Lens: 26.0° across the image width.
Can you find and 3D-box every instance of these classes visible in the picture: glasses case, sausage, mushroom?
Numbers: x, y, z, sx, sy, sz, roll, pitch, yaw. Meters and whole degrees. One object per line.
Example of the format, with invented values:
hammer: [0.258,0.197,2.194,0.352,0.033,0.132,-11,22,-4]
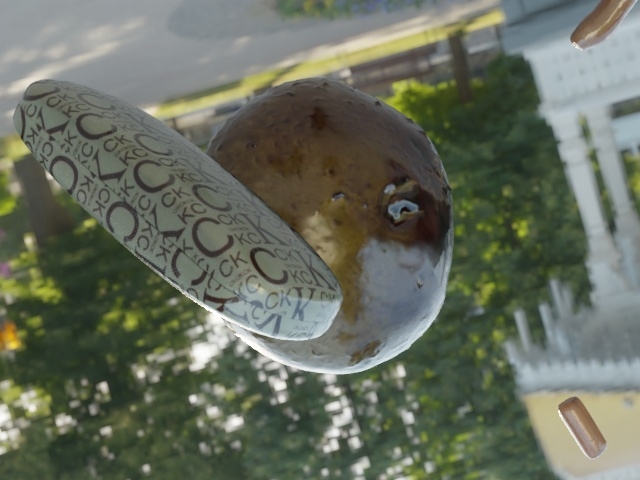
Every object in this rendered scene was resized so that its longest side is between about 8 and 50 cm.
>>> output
glasses case: [-0.123,-0.032,1.151,0.354,0.085,0.137,39,-162,32]
sausage: [0.359,-0.295,1.607,0.186,0.043,0.043,-52,177,10]
mushroom: [0.002,-0.021,1.611,0.334,0.331,0.356,3,-178,-15]
sausage: [0.328,0.234,1.736,0.034,0.083,0.034,-32,-175,3]
